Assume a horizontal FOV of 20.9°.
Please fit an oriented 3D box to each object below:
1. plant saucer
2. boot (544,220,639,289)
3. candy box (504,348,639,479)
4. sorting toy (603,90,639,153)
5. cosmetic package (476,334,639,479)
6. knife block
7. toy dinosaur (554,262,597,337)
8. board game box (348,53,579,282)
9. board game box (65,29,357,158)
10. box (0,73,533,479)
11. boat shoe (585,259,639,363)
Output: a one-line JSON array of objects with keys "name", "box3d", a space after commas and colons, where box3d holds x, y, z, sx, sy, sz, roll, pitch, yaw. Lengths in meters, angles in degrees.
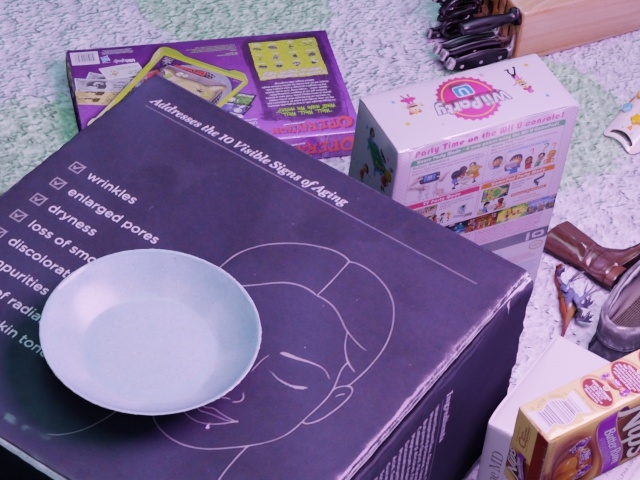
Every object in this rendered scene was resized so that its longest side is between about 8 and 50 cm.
[{"name": "plant saucer", "box3d": [-0.150, 0.089, 1.535, 0.195, 0.037, 0.195, 3, 45, -3]}, {"name": "boot", "box3d": [0.335, 0.002, 2.095, 0.114, 0.037, 0.106, 33, 48, 29]}, {"name": "candy box", "box3d": [0.270, 0.171, 1.652, 0.187, 0.109, 0.053, -24, 53, -23]}, {"name": "sorting toy", "box3d": [0.410, -0.148, 2.255, 0.075, 0.045, 0.083, -41, 60, -15]}, {"name": "cosmetic package", "box3d": [0.274, 0.227, 1.779, 0.184, 0.151, 0.151, 27, 49, 20]}, {"name": "knife block", "box3d": [0.290, -0.298, 2.349, 0.276, 0.088, 0.242, 17, 47, 9]}, {"name": "toy dinosaur", "box3d": [0.287, 0.062, 2.026, 0.090, 0.047, 0.082, -31, 37, -19]}, {"name": "board game box", "box3d": [0.143, -0.042, 1.923, 0.224, 0.303, 0.097, -16, 51, -22]}, {"name": "board game box", "box3d": [-0.138, -0.175, 2.206, 0.347, 0.056, 0.208, -6, 42, -12]}, {"name": "box", "box3d": [-0.127, 0.147, 1.707, 0.480, 0.297, 0.472, 29, 51, 21]}, {"name": "boat shoe", "box3d": [0.424, 0.052, 1.994, 0.121, 0.119, 0.335, 31, 50, 22]}]
